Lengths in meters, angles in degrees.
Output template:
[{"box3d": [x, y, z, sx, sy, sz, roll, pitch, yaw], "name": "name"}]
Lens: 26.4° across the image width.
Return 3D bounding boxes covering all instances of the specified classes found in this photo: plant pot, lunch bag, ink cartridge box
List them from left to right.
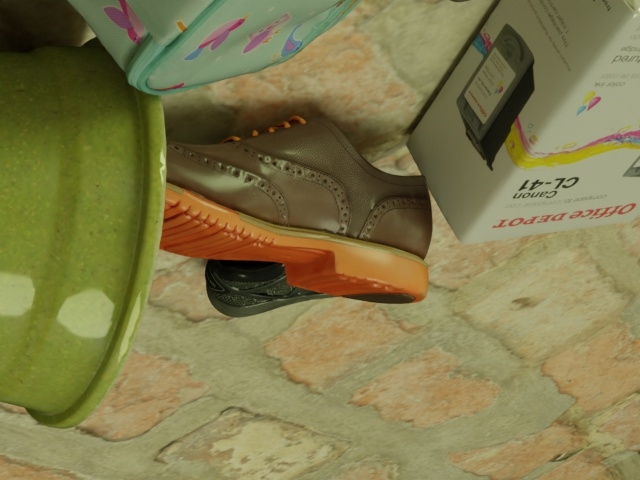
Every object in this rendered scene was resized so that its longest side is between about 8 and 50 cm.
[{"box3d": [-0.273, -0.024, 0.890, 0.254, 0.276, 0.276, 9, 139, -29], "name": "plant pot"}, {"box3d": [-0.006, -0.212, 0.841, 0.279, 0.108, 0.224, -40, 169, 32], "name": "lunch bag"}, {"box3d": [0.249, -0.141, 1.198, 0.226, 0.131, 0.306, -7, 147, -30], "name": "ink cartridge box"}]

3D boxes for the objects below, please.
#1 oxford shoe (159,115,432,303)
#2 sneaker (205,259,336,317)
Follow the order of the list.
[{"box3d": [-0.059, -0.048, 1.158, 0.364, 0.132, 0.130, 19, 164, -34], "name": "oxford shoe"}, {"box3d": [0.000, 0.000, 1.297, 0.228, 0.087, 0.130, -14, 158, -8], "name": "sneaker"}]
